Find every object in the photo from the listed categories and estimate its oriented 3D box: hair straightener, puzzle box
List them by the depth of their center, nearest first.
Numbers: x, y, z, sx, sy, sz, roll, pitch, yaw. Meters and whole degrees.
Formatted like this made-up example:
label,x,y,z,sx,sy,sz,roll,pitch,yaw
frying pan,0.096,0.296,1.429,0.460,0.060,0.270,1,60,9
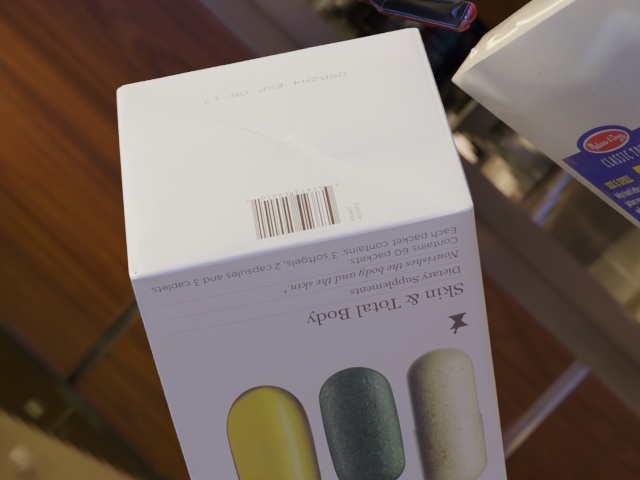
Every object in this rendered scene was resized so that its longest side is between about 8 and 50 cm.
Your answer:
label,x,y,z,sx,sy,sz,roll,pitch,yaw
puzzle box,0.269,-0.087,1.134,0.052,0.272,0.409,-56,9,-16
hair straightener,0.044,-0.273,1.734,0.047,0.230,0.089,-58,-25,-28

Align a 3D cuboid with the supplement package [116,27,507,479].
label,x,y,z,sx,sy,sz,roll,pitch,yaw
supplement package,-0.002,0.041,1.114,0.199,0.262,0.198,-11,39,0
